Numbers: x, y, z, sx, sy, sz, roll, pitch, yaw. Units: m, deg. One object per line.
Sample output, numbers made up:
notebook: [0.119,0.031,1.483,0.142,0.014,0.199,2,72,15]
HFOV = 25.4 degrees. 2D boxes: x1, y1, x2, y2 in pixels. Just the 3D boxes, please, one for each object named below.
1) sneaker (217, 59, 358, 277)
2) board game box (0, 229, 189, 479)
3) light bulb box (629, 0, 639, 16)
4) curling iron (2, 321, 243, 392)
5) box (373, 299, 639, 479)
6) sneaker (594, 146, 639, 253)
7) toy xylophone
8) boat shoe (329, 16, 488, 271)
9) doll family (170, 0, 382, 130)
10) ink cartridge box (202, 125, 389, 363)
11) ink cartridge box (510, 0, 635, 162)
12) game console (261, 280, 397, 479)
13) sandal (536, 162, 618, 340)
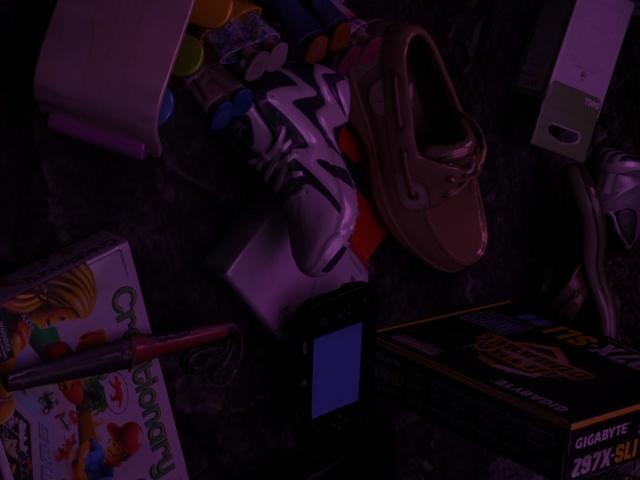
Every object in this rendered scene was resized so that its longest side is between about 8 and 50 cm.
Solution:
sneaker: [-0.048,-0.084,1.432,0.153,0.094,0.235,14,69,-31]
board game box: [-0.245,0.166,1.396,0.193,0.053,0.305,-29,120,-33]
light bulb box: [0.513,-0.496,1.730,0.358,0.225,0.361,-33,123,-29]
curling iron: [-0.181,0.121,1.377,0.274,0.035,0.068,-4,104,-43]
box: [0.247,0.164,1.639,0.257,0.322,0.079,-7,109,-39]
sneaker: [0.441,-0.043,1.915,0.229,0.086,0.132,11,101,-32]
toy xylophone: [-0.180,-0.247,1.258,0.322,0.236,0.081,-63,175,-1]
boat shoe: [0.122,-0.093,1.585,0.121,0.110,0.341,-51,129,-28]
doll family: [-0.062,-0.231,1.370,0.263,0.163,0.118,-26,151,-33]
ink cartridge box: [0.000,0.000,1.558,0.232,0.066,0.189,-49,129,-13]
ink cartridge box: [0.302,-0.212,1.745,0.109,0.062,0.209,15,94,-42]
game console: [0.000,0.209,1.581,0.213,0.044,0.361,-24,131,-34]
sandal: [0.317,0.045,1.824,0.086,0.120,0.302,-13,113,-8]
